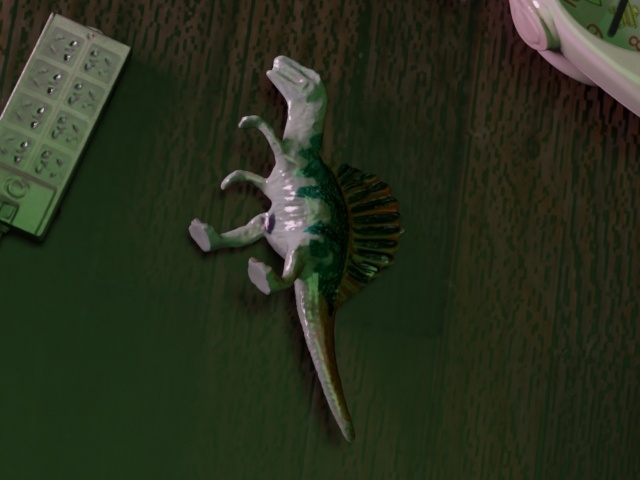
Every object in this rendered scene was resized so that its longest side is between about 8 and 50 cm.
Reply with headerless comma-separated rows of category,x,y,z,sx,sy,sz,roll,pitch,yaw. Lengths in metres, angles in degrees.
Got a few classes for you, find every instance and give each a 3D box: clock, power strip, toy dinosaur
clock,0.171,-0.151,0.948,0.191,0.062,0.151,32,76,-2
power strip,-0.144,-0.053,0.896,0.051,0.019,0.136,26,75,-6
toy dinosaur,0.002,0.000,0.903,0.106,0.044,0.187,-34,85,-30
